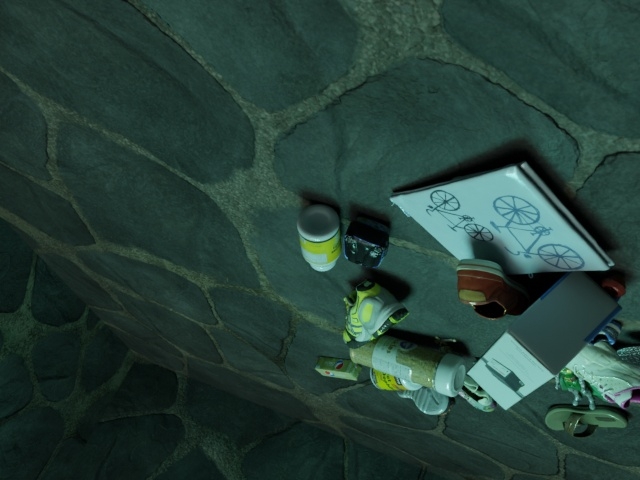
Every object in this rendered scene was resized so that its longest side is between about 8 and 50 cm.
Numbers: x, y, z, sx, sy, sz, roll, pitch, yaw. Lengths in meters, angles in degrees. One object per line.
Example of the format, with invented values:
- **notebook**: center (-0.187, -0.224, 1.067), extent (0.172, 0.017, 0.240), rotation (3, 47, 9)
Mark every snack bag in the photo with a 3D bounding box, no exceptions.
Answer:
- **snack bag**: center (0.353, -0.025, 1.214), extent (0.323, 0.037, 0.342), rotation (38, 155, -24)

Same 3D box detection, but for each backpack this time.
- **backpack**: center (0.111, 0.006, 1.420), extent (0.105, 0.084, 0.114), rotation (20, 147, 12)

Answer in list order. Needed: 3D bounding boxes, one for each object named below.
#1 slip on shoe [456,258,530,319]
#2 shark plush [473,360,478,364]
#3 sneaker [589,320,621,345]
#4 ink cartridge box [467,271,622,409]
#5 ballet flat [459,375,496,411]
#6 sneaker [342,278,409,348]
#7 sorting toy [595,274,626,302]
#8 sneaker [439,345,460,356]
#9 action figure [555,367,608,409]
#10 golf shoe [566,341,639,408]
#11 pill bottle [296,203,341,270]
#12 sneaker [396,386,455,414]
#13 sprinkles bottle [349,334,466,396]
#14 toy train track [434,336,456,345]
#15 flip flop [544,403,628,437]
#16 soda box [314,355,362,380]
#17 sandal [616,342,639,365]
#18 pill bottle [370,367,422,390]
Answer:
- **slip on shoe**: center (0.380, 0.127, 1.335), extent (0.123, 0.101, 0.331), rotation (4, 166, 32)
- **shark plush**: center (0.521, 0.408, 1.852), extent (0.067, 0.073, 0.161), rotation (28, -179, 39)
- **sneaker**: center (0.614, 0.208, 1.385), extent (0.135, 0.058, 0.052), rotation (2, 144, 39)
- **ink cartridge box**: center (0.474, 0.222, 1.313), extent (0.129, 0.223, 0.307), rotation (46, 160, 19)
- **ballet flat**: center (0.498, 0.486, 1.957), extent (0.221, 0.077, 0.079), rotation (34, 148, -8)
- **sneaker**: center (0.137, 0.209, 1.741), extent (0.147, 0.145, 0.385), rotation (55, 157, 10)
- **sorting toy**: center (0.593, 0.096, 1.236), extent (0.061, 0.042, 0.102), rotation (44, 163, -2)
- **sneaker**: center (0.397, 0.351, 1.849), extent (0.083, 0.032, 0.037), rotation (47, 153, -19)
- **action figure**: center (0.682, 0.376, 1.627), extent (0.137, 0.063, 0.232), rotation (0, 140, 45)
- **golf shoe**: center (0.679, 0.314, 1.433), extent (0.306, 0.140, 0.115), rotation (8, 149, 33)
- **pill bottle**: center (0.000, 0.000, 1.481), extent (0.103, 0.103, 0.184), rotation (18, 152, 14)
- **sneaker**: center (0.403, 0.533, 2.052), extent (0.180, 0.125, 0.321), rotation (25, 175, -15)
- **sprinkles bottle**: center (0.263, 0.370, 1.854), extent (0.355, 0.121, 0.121), rotation (12, 150, 36)
- **toy train track**: center (0.372, 0.303, 1.800), extent (0.048, 0.014, 0.083), rotation (37, 150, -21)
- **flip flop**: center (0.792, 0.554, 1.818), extent (0.112, 0.080, 0.277), rotation (35, 151, -19)
- **soda box**: center (0.069, 0.496, 2.340), extent (0.181, 0.058, 0.061), rotation (-2, 142, 43)
- **sandal**: center (0.755, 0.237, 1.338), extent (0.179, 0.040, 0.067), rotation (-21, 118, 35)
- **pill bottle**: center (0.272, 0.441, 2.010), extent (0.117, 0.117, 0.215), rotation (37, 150, -22)
